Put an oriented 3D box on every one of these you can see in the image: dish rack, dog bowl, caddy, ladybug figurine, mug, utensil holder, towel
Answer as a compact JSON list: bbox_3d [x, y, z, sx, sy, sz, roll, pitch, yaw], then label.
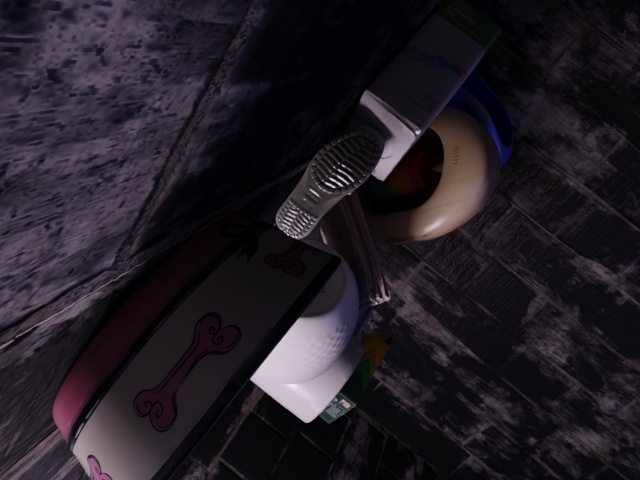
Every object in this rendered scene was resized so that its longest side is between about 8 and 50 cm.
[{"bbox_3d":[0.097,0.398,2.055,0.332,0.072,0.285,-57,174,36],"label":"dish rack"},{"bbox_3d":[-0.155,0.138,0.670,0.408,0.150,0.408,-51,178,-2],"label":"dog bowl"},{"bbox_3d":[0.365,-0.324,1.371,0.241,0.341,0.179,-50,-165,-23],"label":"caddy"},{"bbox_3d":[0.218,-0.137,1.178,0.450,0.162,0.304,-3,-100,52],"label":"ladybug figurine"},{"bbox_3d":[-0.048,0.099,1.138,0.328,0.277,0.373,108,-9,-63],"label":"mug"},{"bbox_3d":[-0.100,0.327,1.625,0.327,0.386,0.327,-51,177,-4],"label":"utensil holder"},{"bbox_3d":[0.058,0.012,1.227,0.054,0.316,0.332,-16,170,-11],"label":"towel"}]

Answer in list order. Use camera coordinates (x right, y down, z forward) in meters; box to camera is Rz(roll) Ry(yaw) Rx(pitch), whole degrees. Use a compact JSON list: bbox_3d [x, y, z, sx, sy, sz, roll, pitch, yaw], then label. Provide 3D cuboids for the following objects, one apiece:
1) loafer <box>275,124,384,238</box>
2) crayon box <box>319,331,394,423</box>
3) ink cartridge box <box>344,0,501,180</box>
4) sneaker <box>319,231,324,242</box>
[{"bbox_3d":[0.014,-0.110,0.918,0.251,0.094,0.087,-43,-173,27],"label":"loafer"},{"bbox_3d":[0.114,0.441,1.740,0.318,0.081,0.202,-48,177,-43],"label":"crayon box"},{"bbox_3d":[0.174,-0.271,0.943,0.278,0.117,0.201,-51,178,-20],"label":"ink cartridge box"},{"bbox_3d":[0.000,0.000,1.662,0.208,0.127,0.319,-50,178,1],"label":"sneaker"}]
